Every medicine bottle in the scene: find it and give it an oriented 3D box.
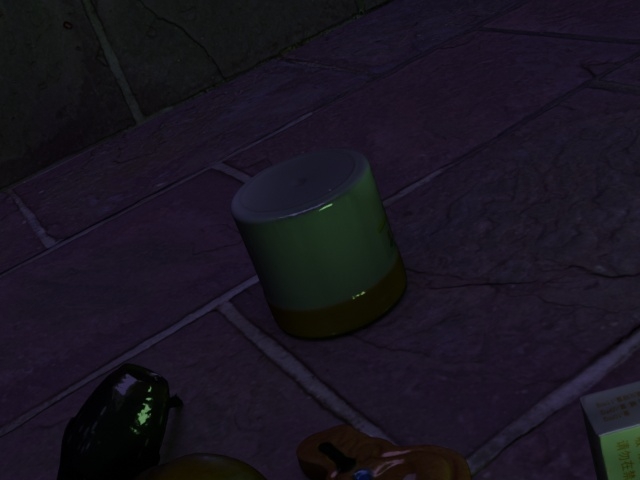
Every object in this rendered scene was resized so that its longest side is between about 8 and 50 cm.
[{"bbox_3d":[0.000,0.000,1.338,0.237,0.232,0.238,-15,27,8],"label":"medicine bottle"}]

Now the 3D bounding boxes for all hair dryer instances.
[{"bbox_3d":[-0.254,0.289,1.104,0.120,0.304,0.359,23,6,6],"label":"hair dryer"}]

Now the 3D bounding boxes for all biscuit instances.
[{"bbox_3d":[0.074,0.303,0.931,0.333,0.047,0.202,6,36,40],"label":"biscuit"}]

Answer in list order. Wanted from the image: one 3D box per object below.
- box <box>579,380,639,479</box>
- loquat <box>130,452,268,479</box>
[{"bbox_3d":[0.387,0.194,0.804,0.233,0.150,0.067,-17,30,6],"label":"box"},{"bbox_3d":[-0.145,0.328,0.891,0.227,0.179,0.179,-23,24,26],"label":"loquat"}]
